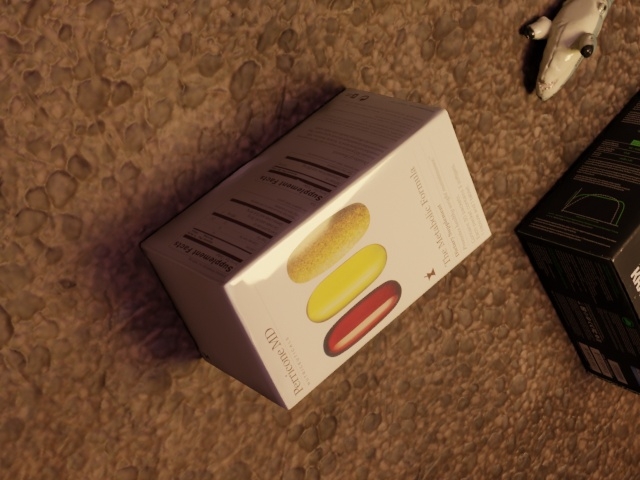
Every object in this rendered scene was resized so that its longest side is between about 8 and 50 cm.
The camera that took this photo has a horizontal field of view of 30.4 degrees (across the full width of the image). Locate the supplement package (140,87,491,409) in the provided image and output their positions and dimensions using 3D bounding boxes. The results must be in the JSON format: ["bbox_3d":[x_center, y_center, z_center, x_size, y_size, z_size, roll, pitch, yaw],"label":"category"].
[{"bbox_3d":[0.000,0.000,0.988,0.244,0.134,0.139,-39,124,-22],"label":"supplement package"}]

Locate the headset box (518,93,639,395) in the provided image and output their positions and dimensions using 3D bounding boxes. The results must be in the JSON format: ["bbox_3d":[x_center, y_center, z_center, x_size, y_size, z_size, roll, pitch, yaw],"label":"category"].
[{"bbox_3d":[0.387,-0.008,1.292,0.283,0.131,0.246,-45,127,-19],"label":"headset box"}]

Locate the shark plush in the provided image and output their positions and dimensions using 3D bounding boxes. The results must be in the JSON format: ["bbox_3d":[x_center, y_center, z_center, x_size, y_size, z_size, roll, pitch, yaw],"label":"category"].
[{"bbox_3d":[0.259,-0.216,1.199,0.067,0.073,0.161,76,35,-48],"label":"shark plush"}]
